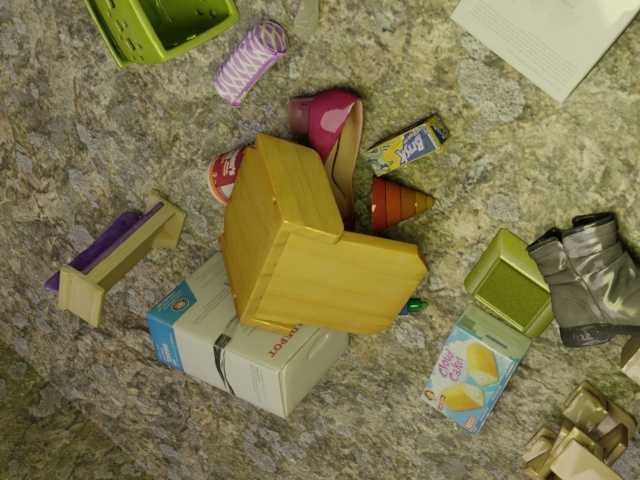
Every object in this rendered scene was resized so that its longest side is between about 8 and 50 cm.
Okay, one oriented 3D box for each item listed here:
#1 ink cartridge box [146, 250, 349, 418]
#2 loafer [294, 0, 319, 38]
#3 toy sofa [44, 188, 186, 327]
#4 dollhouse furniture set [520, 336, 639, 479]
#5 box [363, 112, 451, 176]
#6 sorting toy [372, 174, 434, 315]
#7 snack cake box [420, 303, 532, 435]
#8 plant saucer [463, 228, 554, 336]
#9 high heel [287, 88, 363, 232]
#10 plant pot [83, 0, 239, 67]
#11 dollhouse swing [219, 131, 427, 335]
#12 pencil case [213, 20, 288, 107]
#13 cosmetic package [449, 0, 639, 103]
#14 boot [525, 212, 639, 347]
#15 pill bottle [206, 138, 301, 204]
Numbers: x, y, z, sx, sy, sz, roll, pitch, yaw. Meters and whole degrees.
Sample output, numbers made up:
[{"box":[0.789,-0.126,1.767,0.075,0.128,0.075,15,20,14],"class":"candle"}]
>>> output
[{"box":[-0.168,0.215,2.030,0.395,0.285,0.166,19,133,29],"class":"ink cartridge box"},{"box":[-0.023,-0.443,1.602,0.045,0.039,0.125,8,137,-6],"class":"loafer"},{"box":[-0.512,0.025,2.113,0.177,0.362,0.150,33,137,8],"class":"toy sofa"},{"box":[0.563,0.390,1.532,0.256,0.362,0.394,39,108,12],"class":"dollhouse furniture set"},{"box":[0.165,-0.182,1.628,0.169,0.054,0.059,-22,106,46],"class":"box"},{"box":[0.177,0.024,1.767,0.126,0.127,0.365,-3,127,6],"class":"sorting toy"},{"box":[0.329,0.279,1.821,0.152,0.089,0.264,31,136,16],"class":"snack cake box"},{"box":[0.385,0.097,1.668,0.188,0.045,0.188,37,137,12],"class":"plant saucer"},{"box":[0.041,-0.118,1.716,0.181,0.127,0.377,9,123,48],"class":"high heel"},{"box":[-0.339,-0.481,1.694,0.207,0.227,0.228,-3,119,47],"class":"plant pot"},{"box":[0.000,0.000,1.717,0.346,0.305,0.315,115,146,-48],"class":"dollhouse swing"},{"box":[-0.144,-0.357,1.721,0.206,0.086,0.088,-40,58,50],"class":"pencil case"},{"box":[0.357,-0.371,1.263,0.224,0.138,0.224,41,137,7],"class":"cosmetic package"},{"box":[0.533,0.052,1.467,0.338,0.118,0.222,-18,95,33],"class":"boot"},{"box":[-0.137,-0.151,1.848,0.221,0.121,0.121,-11,114,43],"class":"pill bottle"}]
